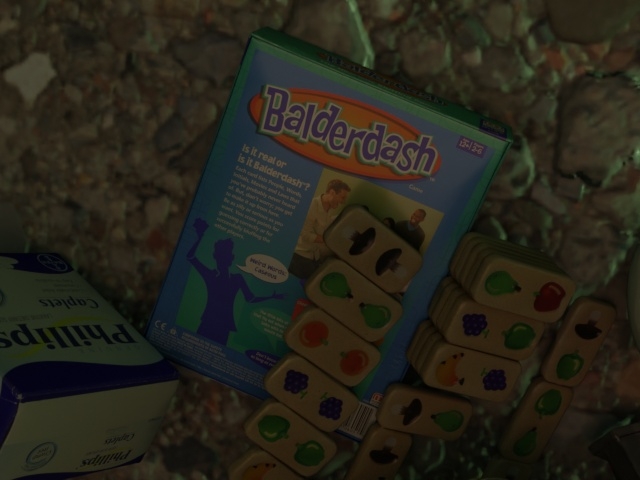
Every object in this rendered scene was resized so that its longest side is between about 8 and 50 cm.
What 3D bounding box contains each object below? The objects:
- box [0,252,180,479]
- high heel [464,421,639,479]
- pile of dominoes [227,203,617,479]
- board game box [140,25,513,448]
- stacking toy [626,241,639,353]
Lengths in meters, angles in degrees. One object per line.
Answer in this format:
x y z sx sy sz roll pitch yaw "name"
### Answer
-0.175 0.071 0.628 0.137 0.126 0.072 39 111 28 "box"
0.120 0.222 0.588 0.261 0.093 0.186 -17 66 -15 "high heel"
0.056 0.115 0.631 0.196 0.040 0.251 16 109 -22 "pile of dominoes"
0.000 0.000 0.644 0.160 0.047 0.210 24 109 3 "board game box"
0.338 0.171 0.549 0.480 0.350 0.350 48 109 14 "stacking toy"
